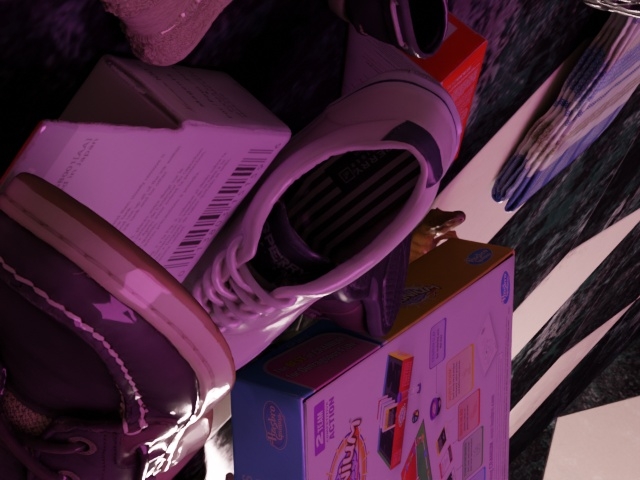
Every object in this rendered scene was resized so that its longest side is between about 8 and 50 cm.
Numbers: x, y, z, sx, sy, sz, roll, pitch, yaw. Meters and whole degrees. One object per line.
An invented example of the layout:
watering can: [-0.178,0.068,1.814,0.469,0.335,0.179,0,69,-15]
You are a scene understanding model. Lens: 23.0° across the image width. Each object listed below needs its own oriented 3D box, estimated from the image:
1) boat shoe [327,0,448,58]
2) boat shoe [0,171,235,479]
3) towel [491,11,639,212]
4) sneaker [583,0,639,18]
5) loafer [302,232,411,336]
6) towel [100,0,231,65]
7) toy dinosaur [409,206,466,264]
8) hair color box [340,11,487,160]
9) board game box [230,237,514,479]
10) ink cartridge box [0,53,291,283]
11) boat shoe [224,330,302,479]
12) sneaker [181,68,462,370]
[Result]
boat shoe: [0.057,-0.169,0.784,0.075,0.065,0.206,-39,162,-29]
boat shoe: [-0.101,0.063,0.641,0.092,0.103,0.285,-49,172,-17]
towel: [0.268,-0.161,1.432,0.209,0.034,0.285,-36,163,-43]
sneaker: [0.197,-0.211,1.058,0.267,0.101,0.106,-6,113,-66]
loafer: [0.000,0.000,1.040,0.302,0.095,0.109,39,59,-78]
towel: [-0.037,-0.144,0.668,0.148,0.027,0.110,-47,163,-5]
toy dinosaur: [0.075,0.048,1.396,0.112,0.064,0.212,-3,126,-43]
hair color box: [0.052,-0.092,0.948,0.043,0.072,0.141,-44,165,-20]
board game box: [0.051,0.161,1.235,0.316,0.064,0.242,-29,124,-51]
ink cartridge box: [-0.154,0.037,0.728,0.275,0.060,0.239,-52,163,15]
boat shoe: [-0.027,0.195,1.269,0.079,0.095,0.255,-30,135,-37]
sneaker: [-0.034,0.006,0.844,0.258,0.094,0.091,-44,-173,23]
